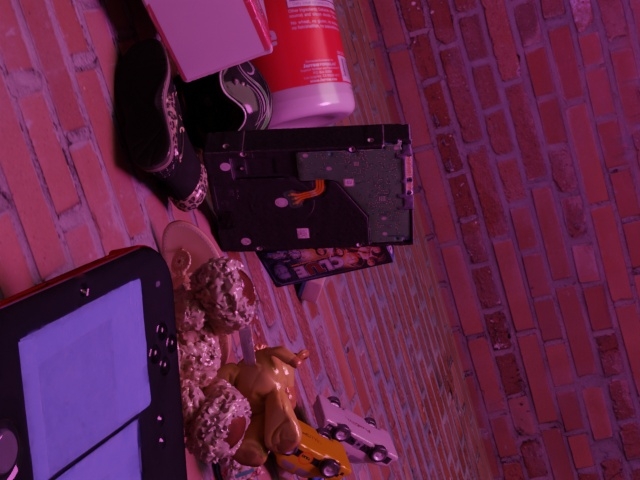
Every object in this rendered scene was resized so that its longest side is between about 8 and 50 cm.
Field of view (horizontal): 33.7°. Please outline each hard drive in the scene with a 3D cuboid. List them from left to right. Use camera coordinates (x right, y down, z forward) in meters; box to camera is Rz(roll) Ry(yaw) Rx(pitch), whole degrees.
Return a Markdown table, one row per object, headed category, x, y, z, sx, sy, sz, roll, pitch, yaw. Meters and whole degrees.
| category | x | y | z | sx | sy | sz | roll | pitch | yaw |
| --- | --- | --- | --- | --- | --- | --- | --- | --- | --- |
| hard drive | -0.013 | -0.086 | 1.772 | 0.237 | 0.339 | 0.064 | 82 | 8 | -46 |

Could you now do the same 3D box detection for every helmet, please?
| category | x | y | z | sx | sy | sz | roll | pitch | yaw |
| --- | --- | --- | --- | --- | --- | --- | --- | --- | --- |
| helmet | -0.160 | -0.228 | 1.805 | 0.169 | 0.169 | 0.161 | -73 | 141 | -61 |

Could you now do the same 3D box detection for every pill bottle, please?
| category | x | y | z | sx | sy | sz | roll | pitch | yaw |
| --- | --- | --- | --- | --- | --- | --- | --- | --- | --- |
| pill bottle | -0.083 | -0.419 | 2.039 | 0.229 | 0.229 | 0.408 | -3 | 81 | -74 |

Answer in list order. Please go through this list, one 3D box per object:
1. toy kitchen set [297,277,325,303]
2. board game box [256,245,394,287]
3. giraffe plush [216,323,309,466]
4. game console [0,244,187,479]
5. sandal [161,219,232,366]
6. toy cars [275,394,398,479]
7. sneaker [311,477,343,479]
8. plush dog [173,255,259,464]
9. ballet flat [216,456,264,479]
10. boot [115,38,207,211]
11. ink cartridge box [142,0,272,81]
| category | x | y | z | sx | sy | sz | roll | pitch | yaw |
| --- | --- | --- | --- | --- | --- | --- | --- | --- | --- |
| toy kitchen set | -0.045 | -0.006 | 2.192 | 0.122 | 0.166 | 0.207 | -68 | 178 | -63 |
| board game box | 0.000 | 0.000 | 2.004 | 0.042 | 0.243 | 0.165 | -87 | 157 | -44 |
| giraffe plush | -0.094 | 0.228 | 1.620 | 0.170 | 0.181 | 0.210 | 2 | 97 | -79 |
| game console | -0.237 | 0.199 | 1.062 | 0.386 | 0.060 | 0.342 | -31 | 116 | -68 |
| sandal | -0.186 | 0.092 | 1.584 | 0.079 | 0.088 | 0.240 | -72 | 150 | -72 |
| toy cars | 0.003 | 0.372 | 1.925 | 0.176 | 0.087 | 0.393 | 47 | 17 | 22 |
| sneaker | 0.020 | 0.480 | 2.030 | 0.188 | 0.067 | 0.078 | 68 | -19 | 3 |
| plush dog | -0.219 | 0.142 | 1.321 | 0.225 | 0.210 | 0.262 | 10 | 84 | -53 |
| ballet flat | -0.107 | 0.303 | 1.699 | 0.241 | 0.077 | 0.091 | -80 | 153 | -55 |
| boot | -0.242 | -0.174 | 1.636 | 0.178 | 0.085 | 0.236 | 61 | 17 | -61 |
| ink cartridge box | -0.212 | -0.483 | 1.720 | 0.385 | 0.160 | 0.279 | -101 | 168 | -51 |
